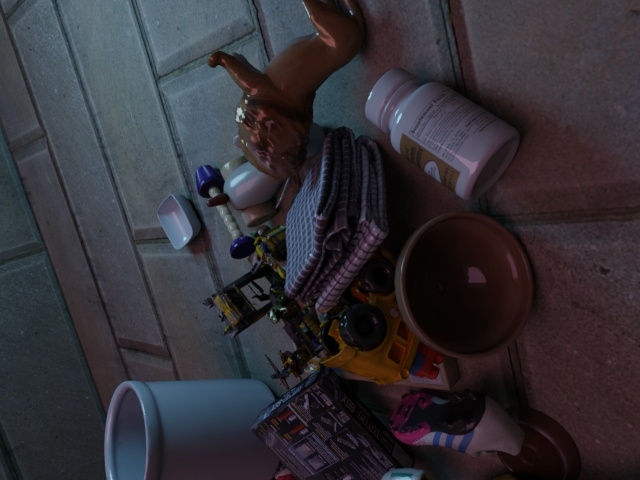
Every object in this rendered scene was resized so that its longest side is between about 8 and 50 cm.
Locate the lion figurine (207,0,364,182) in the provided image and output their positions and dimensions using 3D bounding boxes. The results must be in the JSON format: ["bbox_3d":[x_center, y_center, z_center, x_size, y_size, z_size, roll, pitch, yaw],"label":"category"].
[{"bbox_3d":[-0.034,-0.312,0.993,0.240,0.142,0.392,42,104,-1],"label":"lion figurine"}]

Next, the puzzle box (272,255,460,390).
[{"bbox_3d":[0.081,0.173,1.192,0.408,0.052,0.272,-7,104,43],"label":"puzzle box"}]

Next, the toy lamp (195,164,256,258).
[{"bbox_3d":[-0.242,-0.079,1.378,0.275,0.080,0.080,60,140,27],"label":"toy lamp"}]

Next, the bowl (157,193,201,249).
[{"bbox_3d":[-0.400,-0.057,1.594,0.142,0.053,0.142,-35,82,48],"label":"bowl"}]

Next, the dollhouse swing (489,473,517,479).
[{"bbox_3d":[0.484,0.556,0.959,0.347,0.305,0.315,54,180,4],"label":"dollhouse swing"}]

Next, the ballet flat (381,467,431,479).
[{"bbox_3d":[0.279,0.633,1.139,0.400,0.139,0.139,51,137,-2],"label":"ballet flat"}]

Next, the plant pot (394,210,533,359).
[{"bbox_3d":[0.221,0.075,0.923,0.237,0.237,0.109,66,162,0],"label":"plant pot"}]

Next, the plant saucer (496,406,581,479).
[{"bbox_3d":[0.390,0.391,1.024,0.168,0.029,0.169,20,122,37],"label":"plant saucer"}]

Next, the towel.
[{"bbox_3d":[0.014,-0.043,1.027,0.121,0.284,0.235,19,133,-15],"label":"towel"}]

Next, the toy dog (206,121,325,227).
[{"bbox_3d":[-0.141,-0.149,1.209,0.220,0.161,0.334,46,135,19],"label":"toy dog"}]

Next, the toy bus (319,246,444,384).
[{"bbox_3d":[0.128,0.152,0.997,0.211,0.220,0.149,26,155,-6],"label":"toy bus"}]

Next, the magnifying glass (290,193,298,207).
[{"bbox_3d":[0.000,0.000,1.242,0.092,0.026,0.231,-28,86,48],"label":"magnifying glass"}]

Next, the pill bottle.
[{"bbox_3d":[0.187,-0.177,0.888,0.229,0.131,0.131,41,133,25],"label":"pill bottle"}]

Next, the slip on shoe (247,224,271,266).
[{"bbox_3d":[-0.156,0.013,1.385,0.041,0.051,0.135,34,137,22],"label":"slip on shoe"}]

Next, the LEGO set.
[{"bbox_3d":[-0.094,0.153,1.141,0.331,0.192,0.255,55,144,3],"label":"LEGO set"}]

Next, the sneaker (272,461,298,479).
[{"bbox_3d":[-0.156,0.667,1.656,0.299,0.120,0.112,-24,61,49],"label":"sneaker"}]

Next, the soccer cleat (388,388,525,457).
[{"bbox_3d":[0.252,0.368,1.074,0.143,0.116,0.331,37,155,-7],"label":"soccer cleat"}]

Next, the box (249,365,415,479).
[{"bbox_3d":[0.026,0.470,1.278,0.307,0.076,0.242,47,117,-3],"label":"box"}]

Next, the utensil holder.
[{"bbox_3d":[-0.342,0.540,1.499,0.327,0.385,0.328,-14,73,51],"label":"utensil holder"}]
